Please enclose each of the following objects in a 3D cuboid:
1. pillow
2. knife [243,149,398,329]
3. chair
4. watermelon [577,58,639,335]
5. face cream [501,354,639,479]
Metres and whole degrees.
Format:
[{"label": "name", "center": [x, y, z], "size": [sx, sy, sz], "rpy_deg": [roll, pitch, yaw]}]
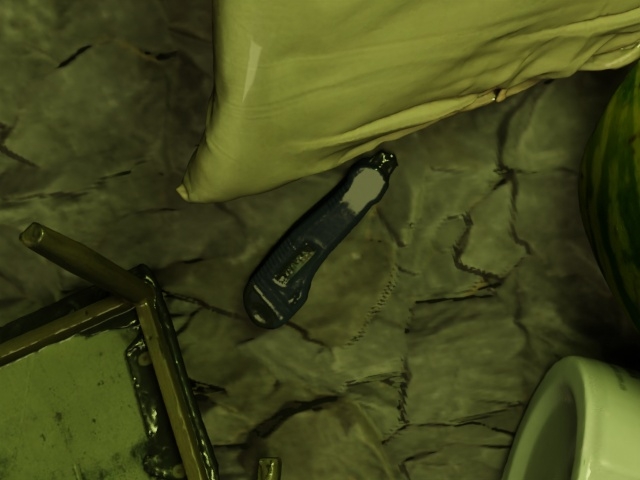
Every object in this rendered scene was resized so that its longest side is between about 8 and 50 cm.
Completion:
[{"label": "pillow", "center": [0.064, -0.120, 0.646], "size": [0.270, 0.067, 0.173], "rpy_deg": [-20, 136, -25]}, {"label": "knife", "center": [0.000, 0.000, 0.830], "size": [0.031, 0.018, 0.121], "rpy_deg": [36, 120, -11]}, {"label": "chair", "center": [-0.140, 0.116, 0.833], "size": [0.188, 0.166, 0.272], "rpy_deg": [-24, 162, 7]}, {"label": "watermelon", "center": [0.222, 0.037, 0.750], "size": [0.303, 0.128, 0.159], "rpy_deg": [31, 129, -27]}, {"label": "face cream", "center": [0.284, 0.175, 0.851], "size": [0.369, 0.145, 0.145], "rpy_deg": [16, 125, -5]}]
